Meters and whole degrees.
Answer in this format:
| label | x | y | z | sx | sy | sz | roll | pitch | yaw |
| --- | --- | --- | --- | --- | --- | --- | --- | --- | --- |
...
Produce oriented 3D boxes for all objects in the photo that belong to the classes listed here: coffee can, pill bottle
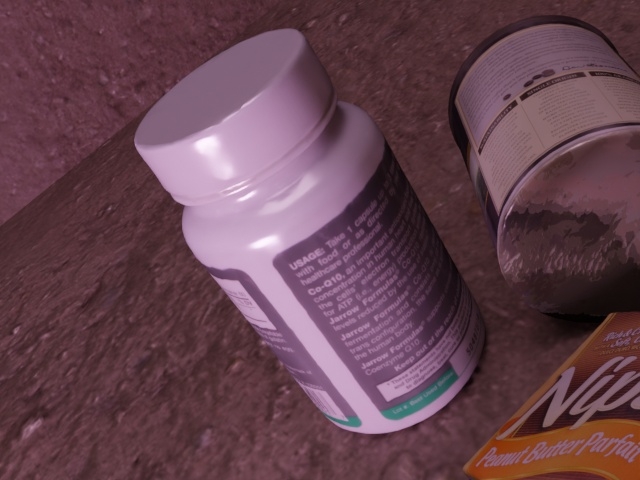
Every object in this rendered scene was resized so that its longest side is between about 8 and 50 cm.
| label | x | y | z | sx | sy | sz | roll | pitch | yaw |
| --- | --- | --- | --- | --- | --- | --- | --- | --- | --- |
| coffee can | 0.249 | -0.083 | 0.746 | 0.201 | 0.202 | 0.275 | -25 | 31 | 16 |
| pill bottle | 0.000 | 0.000 | 0.710 | 0.204 | 0.361 | 0.204 | -24 | 32 | 16 |

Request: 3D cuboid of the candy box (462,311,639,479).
| label | x | y | z | sx | sy | sz | roll | pitch | yaw |
| --- | --- | --- | --- | --- | --- | --- | --- | --- | --- |
| candy box | 0.224 | 0.128 | 0.442 | 0.183 | 0.087 | 0.316 | -42 | 0 | -11 |
